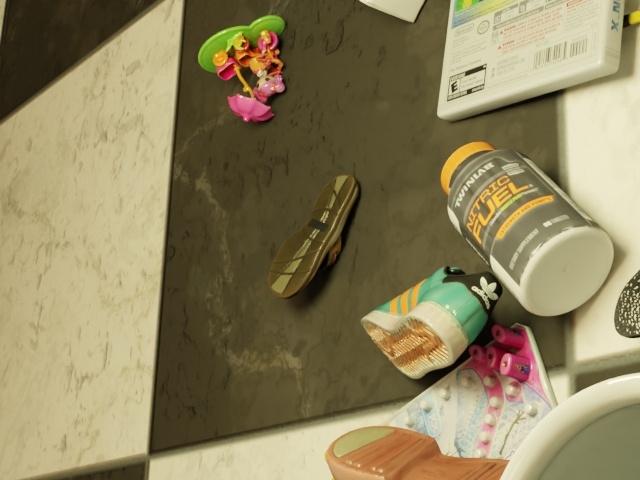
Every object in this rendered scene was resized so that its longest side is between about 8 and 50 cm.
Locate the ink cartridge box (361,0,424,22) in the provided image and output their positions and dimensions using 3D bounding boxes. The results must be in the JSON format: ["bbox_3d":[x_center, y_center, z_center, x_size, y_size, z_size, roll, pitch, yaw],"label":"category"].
[{"bbox_3d":[0.123,-0.480,1.833,0.237,0.100,0.172,-61,37,16],"label":"ink cartridge box"}]

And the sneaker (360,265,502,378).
[{"bbox_3d":[0.149,0.103,1.555,0.121,0.108,0.302,-39,5,-16],"label":"sneaker"}]

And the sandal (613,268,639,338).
[{"bbox_3d":[0.391,0.036,1.323,0.067,0.040,0.179,29,86,49],"label":"sandal"}]

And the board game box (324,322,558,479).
[{"bbox_3d":[0.164,0.357,1.488,0.390,0.050,0.390,-43,45,36],"label":"board game box"}]

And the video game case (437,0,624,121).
[{"bbox_3d":[0.282,-0.332,1.591,0.329,0.036,0.300,-11,68,58],"label":"video game case"}]

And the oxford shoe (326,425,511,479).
[{"bbox_3d":[0.171,0.335,1.369,0.397,0.140,0.146,17,123,49],"label":"oxford shoe"}]

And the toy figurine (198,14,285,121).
[{"bbox_3d":[-0.114,-0.288,2.104,0.173,0.130,0.159,-29,65,15],"label":"toy figurine"}]

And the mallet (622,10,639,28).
[{"bbox_3d":[0.384,-0.263,1.451,0.189,0.039,0.062,-22,58,53],"label":"mallet"}]

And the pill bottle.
[{"bbox_3d":[0.241,-0.026,1.466,0.130,0.130,0.246,-59,37,20],"label":"pill bottle"}]

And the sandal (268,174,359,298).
[{"bbox_3d":[0.000,0.000,1.857,0.090,0.060,0.219,25,83,49],"label":"sandal"}]

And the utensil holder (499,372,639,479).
[{"bbox_3d":[0.371,0.292,0.939,0.327,0.385,0.328,-24,59,48],"label":"utensil holder"}]
